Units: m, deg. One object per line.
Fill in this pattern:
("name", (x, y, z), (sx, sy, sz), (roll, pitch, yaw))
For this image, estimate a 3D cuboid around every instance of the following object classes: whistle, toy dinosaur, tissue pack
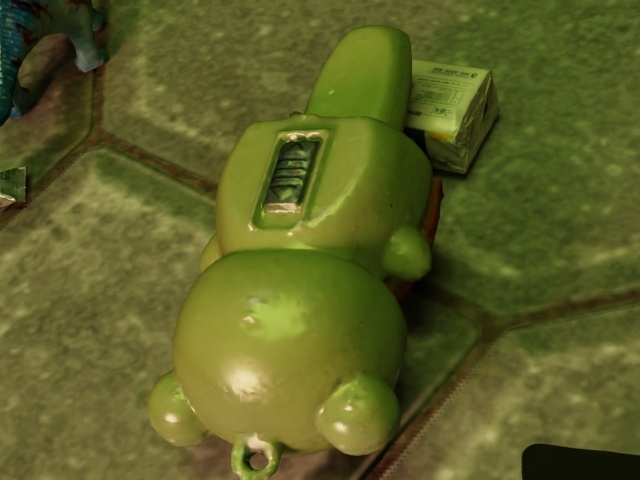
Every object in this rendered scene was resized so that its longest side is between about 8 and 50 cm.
("whistle", (0.000, 0.000, 0.724), (0.131, 0.106, 0.288), (-1, 52, 25))
("toy dinosaur", (-0.194, -0.167, 0.947), (0.076, 0.144, 0.329), (-5, 60, 9))
("tissue pack", (0.057, -0.076, 0.823), (0.083, 0.042, 0.062), (10, 51, 27))

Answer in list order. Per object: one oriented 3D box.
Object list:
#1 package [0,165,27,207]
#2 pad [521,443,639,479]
("package", (-0.241, -0.022, 0.893), (0.110, 0.015, 0.037), (-18, 46, 4))
("pad", (0.141, 0.148, 0.576), (0.112, 0.003, 0.157), (6, 40, 1))
